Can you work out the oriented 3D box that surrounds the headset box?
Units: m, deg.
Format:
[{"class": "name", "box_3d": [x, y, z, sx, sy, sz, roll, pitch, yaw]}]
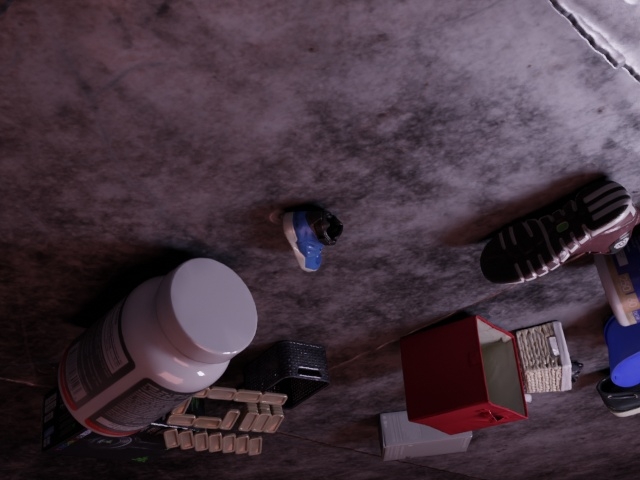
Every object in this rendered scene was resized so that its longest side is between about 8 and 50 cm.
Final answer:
[{"class": "headset box", "box_3d": [-0.417, 0.379, 1.837, 0.283, 0.131, 0.246, 20, 140, -40]}]

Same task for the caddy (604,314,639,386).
[{"class": "caddy", "box_3d": [0.772, 0.210, 1.817, 0.241, 0.179, 0.341, 32, 136, -15]}]

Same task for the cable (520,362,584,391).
[{"class": "cable", "box_3d": [0.553, 0.337, 2.108, 0.184, 0.047, 0.151, -5, 155, -12]}]

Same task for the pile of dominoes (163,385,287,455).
[{"class": "pile of dominoes", "box_3d": [-0.205, 0.369, 1.782, 0.251, 0.040, 0.196, 12, 124, -27]}]

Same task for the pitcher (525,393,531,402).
[{"class": "pitcher", "box_3d": [0.403, 0.380, 2.051, 0.177, 0.126, 0.207, -14, 158, 27]}]

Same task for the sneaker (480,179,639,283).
[{"class": "sneaker", "box_3d": [0.427, 0.012, 1.461, 0.281, 0.107, 0.162, -30, 147, 31]}]

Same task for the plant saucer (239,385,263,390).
[{"class": "plant saucer", "box_3d": [-0.155, 0.348, 1.965, 0.083, 0.015, 0.083, -7, 149, -4]}]

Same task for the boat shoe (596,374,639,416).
[{"class": "boat shoe", "box_3d": [0.832, 0.322, 2.077, 0.113, 0.127, 0.340, 40, 131, -24]}]

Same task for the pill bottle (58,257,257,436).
[{"class": "pill bottle", "box_3d": [-0.283, 0.187, 1.468, 0.210, 0.210, 0.363, 18, 141, -37]}]

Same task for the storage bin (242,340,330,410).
[{"class": "storage bin", "box_3d": [-0.076, 0.293, 1.826, 0.122, 0.084, 0.180, 13, 144, -33]}]

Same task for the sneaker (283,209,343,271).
[{"class": "sneaker", "box_3d": [0.000, 0.001, 1.373, 0.084, 0.058, 0.152, -7, 144, 14]}]

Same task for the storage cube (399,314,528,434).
[{"class": "storage cube", "box_3d": [0.302, 0.293, 1.802, 0.193, 0.215, 0.183, -21, 148, 32]}]

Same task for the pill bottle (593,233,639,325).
[{"class": "pill bottle", "box_3d": [0.642, 0.045, 1.520, 0.264, 0.153, 0.153, -21, 147, 19]}]

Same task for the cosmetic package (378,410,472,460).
[{"class": "cosmetic package", "box_3d": [0.277, 0.516, 2.275, 0.237, 0.107, 0.127, -5, 147, 0]}]

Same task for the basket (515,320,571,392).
[{"class": "basket", "box_3d": [0.500, 0.268, 1.901, 0.103, 0.113, 0.167, -12, 149, 10]}]
